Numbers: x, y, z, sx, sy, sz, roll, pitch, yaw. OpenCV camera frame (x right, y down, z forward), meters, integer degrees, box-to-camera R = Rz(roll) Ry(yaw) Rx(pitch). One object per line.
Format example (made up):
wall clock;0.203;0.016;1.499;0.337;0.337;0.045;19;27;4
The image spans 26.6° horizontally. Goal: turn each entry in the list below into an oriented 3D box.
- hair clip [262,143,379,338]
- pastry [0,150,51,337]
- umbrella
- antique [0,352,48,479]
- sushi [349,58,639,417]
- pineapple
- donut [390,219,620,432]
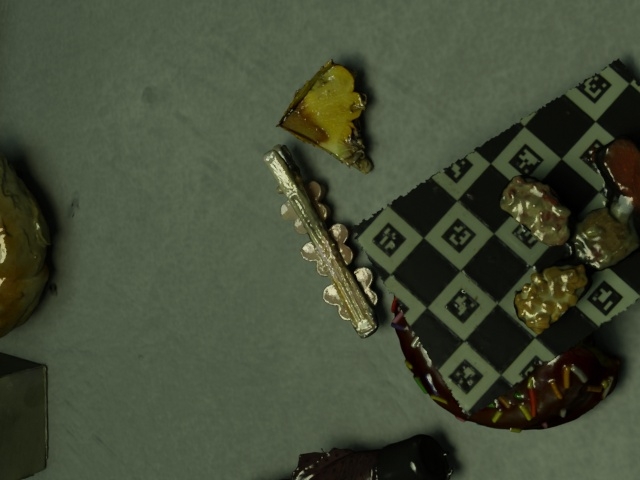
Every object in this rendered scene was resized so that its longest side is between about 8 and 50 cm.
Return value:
hair clip;0.002;-0.001;1.364;0.062;0.056;0.214;-30;88;20
pastry;-0.425;0.009;1.641;0.257;0.120;0.236;-7;98;35
umbrella;-0.002;0.271;1.389;0.326;0.090;0.094;-26;61;37
antique;-0.438;0.221;1.667;0.148;0.152;0.147;12;105;37
sushi;0.189;-0.005;1.130;0.279;0.043;0.193;-33;84;4
pineapple;0.009;-0.109;1.326;0.114;0.077;0.114;48;128;4
donut;0.156;0.064;1.228;0.216;0.096;0.230;1;99;36
